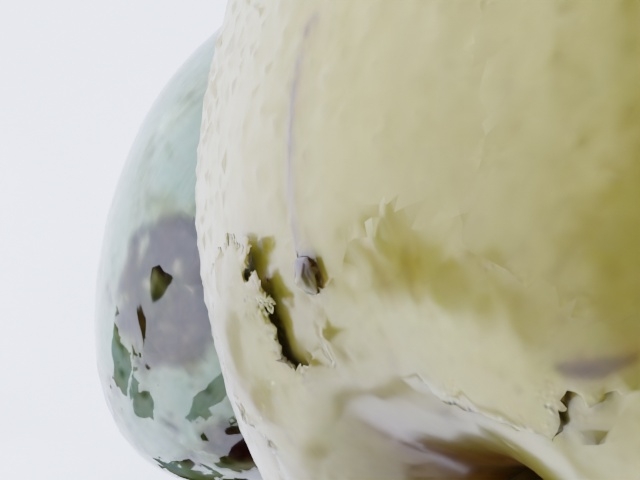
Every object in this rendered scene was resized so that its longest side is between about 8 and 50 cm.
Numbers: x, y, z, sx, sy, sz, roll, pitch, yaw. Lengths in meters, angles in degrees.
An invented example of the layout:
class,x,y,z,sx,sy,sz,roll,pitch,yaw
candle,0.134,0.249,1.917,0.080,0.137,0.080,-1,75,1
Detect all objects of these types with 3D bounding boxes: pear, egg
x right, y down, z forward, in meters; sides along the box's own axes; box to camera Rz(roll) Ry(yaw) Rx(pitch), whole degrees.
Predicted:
class,x,y,z,sx,sy,sz,roll,pitch,yaw
pear,0.131,-0.013,0.480,0.348,0.348,0.348,2,-93,-47
egg,0.000,0.000,0.722,0.169,0.169,0.231,19,-62,-45
